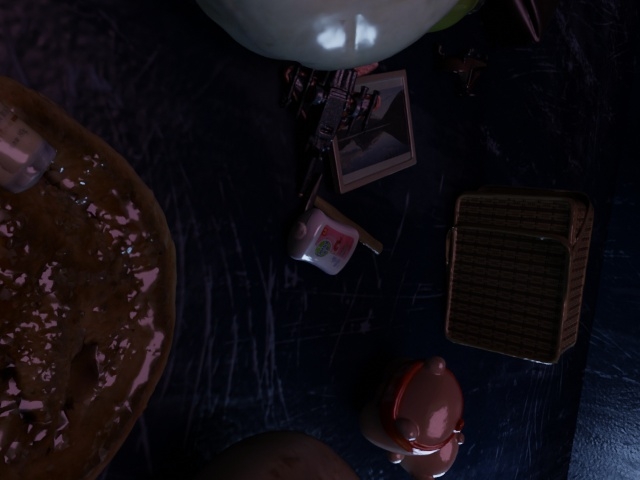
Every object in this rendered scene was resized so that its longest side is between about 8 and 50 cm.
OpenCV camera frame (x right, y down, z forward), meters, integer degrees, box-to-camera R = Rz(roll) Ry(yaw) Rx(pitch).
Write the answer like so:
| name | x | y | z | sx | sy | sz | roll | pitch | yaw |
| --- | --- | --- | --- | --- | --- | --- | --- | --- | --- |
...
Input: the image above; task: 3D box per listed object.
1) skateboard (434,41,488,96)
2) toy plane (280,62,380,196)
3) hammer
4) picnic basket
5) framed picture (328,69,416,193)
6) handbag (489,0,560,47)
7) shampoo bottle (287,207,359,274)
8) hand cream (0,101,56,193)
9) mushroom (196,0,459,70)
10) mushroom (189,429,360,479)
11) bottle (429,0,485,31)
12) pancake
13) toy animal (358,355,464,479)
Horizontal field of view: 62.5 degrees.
| name | x | y | z | sx | sy | sz | roll | pitch | yaw |
| --- | --- | --- | --- | --- | --- | --- | --- | --- | --- |
| skateboard | 0.255 | -0.300 | 0.936 | 0.151 | 0.067 | 0.080 | -14 | 116 | -53 |
| toy plane | 0.004 | -0.142 | 0.648 | 0.130 | 0.061 | 0.189 | 13 | 97 | -20 |
| hammer | 0.040 | -0.027 | 0.758 | 0.199 | 0.013 | 0.062 | 34 | 70 | -48 |
| picnic basket | 0.375 | 0.052 | 1.015 | 0.175 | 0.228 | 0.313 | -3 | 100 | -53 |
| framed picture | 0.075 | -0.163 | 0.763 | 0.203 | 0.015 | 0.150 | -25 | 111 | -46 |
| handbag | 0.395 | -0.554 | 1.014 | 0.257 | 0.113 | 0.285 | 46 | 69 | -38 |
| shampoo bottle | 0.000 | 0.000 | 0.685 | 0.099 | 0.043 | 0.072 | 26 | 96 | -49 |
| hand cream | -0.217 | -0.085 | 0.297 | 0.143 | 0.039 | 0.061 | 47 | 45 | -37 |
| mushroom | 0.039 | -0.323 | 0.480 | 0.356 | 0.315 | 0.315 | -43 | 128 | -28 |
| mushroom | -0.026 | 0.362 | 0.532 | 0.297 | 0.290 | 0.298 | -11 | 105 | -48 |
| bottle | 0.161 | -0.361 | 0.764 | 0.260 | 0.112 | 0.112 | -27 | 117 | -45 |
| pancake | -0.223 | 0.055 | 0.370 | 0.356 | 0.065 | 0.356 | 4 | 90 | -66 |
| toy animal | 0.155 | 0.284 | 0.853 | 0.171 | 0.171 | 0.198 | -52 | 140 | -31 |
